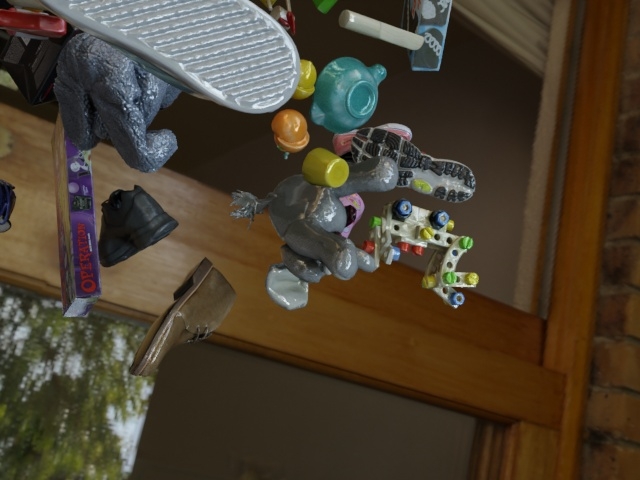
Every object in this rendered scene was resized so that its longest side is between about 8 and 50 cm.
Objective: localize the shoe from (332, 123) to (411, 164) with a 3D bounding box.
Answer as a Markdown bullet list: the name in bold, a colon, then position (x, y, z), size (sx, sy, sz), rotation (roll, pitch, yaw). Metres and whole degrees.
- **shoe**: position (0.117, -0.207, 1.667), size (0.063, 0.178, 0.081), rotation (87, -2, -47)

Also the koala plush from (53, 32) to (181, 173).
- **koala plush**: position (-0.270, -0.253, 1.153), size (0.196, 0.203, 0.221), rotation (22, -132, 26)

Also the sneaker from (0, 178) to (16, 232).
- **sneaker**: position (-0.643, -0.097, 1.407), size (0.316, 0.182, 0.127), rotation (-14, -109, 46)

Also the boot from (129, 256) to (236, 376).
- **boot**: position (-0.262, 0.166, 1.486), size (0.112, 0.115, 0.305), rotation (-34, -163, 42)

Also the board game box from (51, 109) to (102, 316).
- **board game box**: position (-0.433, -0.052, 1.325), size (0.208, 0.056, 0.346), rotation (143, -59, -65)

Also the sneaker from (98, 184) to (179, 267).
- **sneaker**: position (-0.392, -0.034, 1.519), size (0.286, 0.130, 0.109), rotation (-24, -167, 48)

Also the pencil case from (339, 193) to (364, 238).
- **pencil case**: position (0.034, -0.042, 2.147), size (0.124, 0.124, 0.284), rotation (-44, -172, 36)

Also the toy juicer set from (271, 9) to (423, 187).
- **toy juicer set**: position (0.023, -0.269, 1.298), size (0.089, 0.209, 0.328), rotation (26, -95, 50)

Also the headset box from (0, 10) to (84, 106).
- **headset box**: position (-0.384, -0.369, 1.341), size (0.218, 0.293, 0.110), rotation (-37, -94, 42)

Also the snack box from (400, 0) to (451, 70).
- **snack box**: position (0.211, -0.511, 1.436), size (0.187, 0.060, 0.321), rotation (-94, -174, -47)

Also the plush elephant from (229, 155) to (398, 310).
- **plush elephant**: position (0.000, 0.000, 1.532), size (0.330, 0.255, 0.271), rotation (4, -122, 25)

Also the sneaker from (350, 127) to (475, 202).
- **sneaker**: position (0.189, -0.149, 1.597), size (0.118, 0.279, 0.107), rotation (-59, 174, -87)

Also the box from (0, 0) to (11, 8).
- **box**: position (-0.744, -0.531, 1.330), size (0.182, 0.297, 0.293), rotation (88, -19, -69)

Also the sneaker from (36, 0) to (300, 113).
- **sneaker**: position (-0.194, -0.242, 0.729), size (0.135, 0.366, 0.150), rotation (-56, -152, -8)

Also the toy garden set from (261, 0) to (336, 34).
- **toy garden set**: position (-0.017, -0.409, 1.161), size (0.204, 0.049, 0.244), rotation (-44, -137, 24)

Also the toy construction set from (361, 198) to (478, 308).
- **toy construction set**: position (0.223, 0.023, 1.763), size (0.151, 0.328, 0.214), rotation (-5, -109, 55)

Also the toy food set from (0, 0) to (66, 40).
- **toy food set**: position (-0.409, -0.340, 1.033), size (0.232, 0.105, 0.111), rotation (6, -84, 55)
